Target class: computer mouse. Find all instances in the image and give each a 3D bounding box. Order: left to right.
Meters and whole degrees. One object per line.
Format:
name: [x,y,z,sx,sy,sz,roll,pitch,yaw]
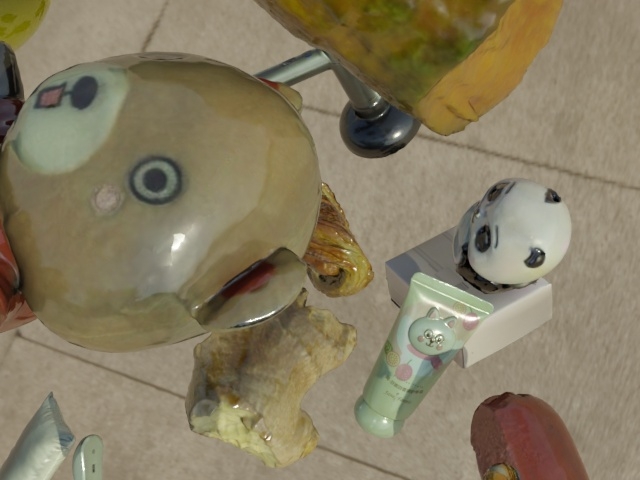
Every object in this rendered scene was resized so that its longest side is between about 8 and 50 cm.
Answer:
computer mouse: [-0.366,0.358,1.547,0.032,0.056,0.110,-2,86,26]

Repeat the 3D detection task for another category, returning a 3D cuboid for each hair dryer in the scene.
hair dryer: [-0.019,-0.270,1.721,0.284,0.320,0.155,-14,53,29]

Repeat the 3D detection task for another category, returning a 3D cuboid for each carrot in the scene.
carrot: [0.061,-0.223,0.653,0.341,0.241,0.241,32,79,-15]

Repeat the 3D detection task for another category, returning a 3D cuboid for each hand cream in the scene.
hand cream: [0.156,0.199,1.672,0.147,0.093,0.305,24,113,-7]

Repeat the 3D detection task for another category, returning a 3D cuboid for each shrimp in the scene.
shrimp: [0.229,0.363,1.257,0.049,0.166,0.161,-7,91,23]

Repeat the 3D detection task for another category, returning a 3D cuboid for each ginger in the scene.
ginger: [-0.062,0.182,1.327,0.276,0.130,0.221,-28,73,-29]

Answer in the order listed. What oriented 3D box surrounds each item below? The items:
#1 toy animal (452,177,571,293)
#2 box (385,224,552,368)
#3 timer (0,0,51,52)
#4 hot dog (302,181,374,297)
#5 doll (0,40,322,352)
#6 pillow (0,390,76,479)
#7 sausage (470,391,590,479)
toy animal: [0.254,-0.016,1.309,0.138,0.179,0.166,15,77,2]
box: [0.270,0.094,1.835,0.203,0.106,0.251,-25,42,-17]
timer: [-0.420,-0.338,1.167,0.285,0.285,0.285,-4,70,12]
hot dog: [-0.003,0.001,1.584,0.114,0.175,0.259,-31,24,5]
doll: [-0.162,-0.010,0.577,0.330,0.174,0.235,-8,39,5]
pillow: [-0.507,0.391,1.703,0.254,0.078,0.144,-56,33,11]
sausage: [0.313,0.354,1.448,0.152,0.152,0.279,-19,55,6]
